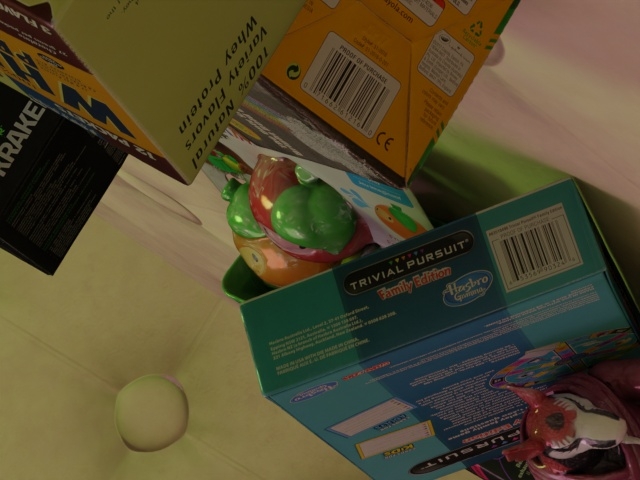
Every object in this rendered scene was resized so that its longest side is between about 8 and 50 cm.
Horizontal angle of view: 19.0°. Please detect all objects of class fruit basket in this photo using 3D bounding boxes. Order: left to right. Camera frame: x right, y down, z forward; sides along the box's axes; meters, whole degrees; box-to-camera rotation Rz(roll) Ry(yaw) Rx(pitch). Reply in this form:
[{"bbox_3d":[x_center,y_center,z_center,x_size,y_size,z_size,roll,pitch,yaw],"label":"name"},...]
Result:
[{"bbox_3d":[0.000,0.000,1.646,0.327,0.165,0.353,26,167,35],"label":"fruit basket"}]

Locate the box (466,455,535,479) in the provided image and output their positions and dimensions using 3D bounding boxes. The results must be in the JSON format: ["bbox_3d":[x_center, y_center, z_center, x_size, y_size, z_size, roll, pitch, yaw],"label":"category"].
[{"bbox_3d":[0.158,0.136,1.861,0.270,0.165,0.143,30,173,15],"label":"box"}]

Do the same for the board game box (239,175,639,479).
[{"bbox_3d":[0.115,0.085,1.461,0.336,0.254,0.079,48,-157,-64],"label":"board game box"}]

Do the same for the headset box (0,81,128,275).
[{"bbox_3d":[-0.252,-0.156,1.326,0.283,0.246,0.131,30,173,17],"label":"headset box"}]

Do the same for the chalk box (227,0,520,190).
[{"bbox_3d":[-0.020,-0.129,1.038,0.132,0.132,0.213,35,172,-33],"label":"chalk box"}]

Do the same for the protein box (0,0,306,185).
[{"bbox_3d":[-0.082,-0.163,0.803,0.136,0.200,0.201,29,172,17],"label":"protein box"}]

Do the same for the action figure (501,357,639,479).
[{"bbox_3d":[0.266,0.160,1.476,0.370,0.248,0.276,25,-169,-33],"label":"action figure"}]
